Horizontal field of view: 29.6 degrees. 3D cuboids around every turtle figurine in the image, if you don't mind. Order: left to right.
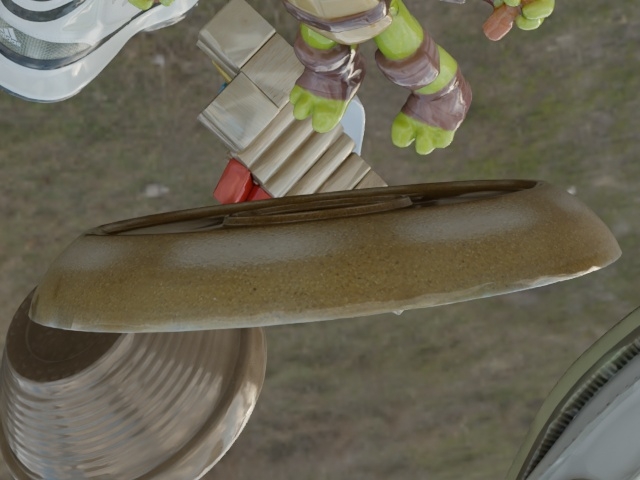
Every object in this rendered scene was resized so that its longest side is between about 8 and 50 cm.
[{"bbox_3d":[0.000,-0.130,0.639,0.270,0.087,0.217,3,159,15],"label":"turtle figurine"}]

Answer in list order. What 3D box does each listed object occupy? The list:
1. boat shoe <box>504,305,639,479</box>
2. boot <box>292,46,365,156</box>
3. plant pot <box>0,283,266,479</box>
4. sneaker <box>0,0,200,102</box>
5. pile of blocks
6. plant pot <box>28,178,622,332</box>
[{"bbox_3d":[0.086,0.123,0.361,0.113,0.103,0.302,38,106,-14],"label":"boat shoe"},{"bbox_3d":[-0.020,-0.088,1.339,0.095,0.123,0.258,-16,137,-28],"label":"boot"},{"bbox_3d":[-0.171,0.092,0.965,0.237,0.237,0.109,-12,139,20],"label":"plant pot"},{"bbox_3d":[-0.185,-0.350,1.267,0.169,0.447,0.257,32,135,-3],"label":"sneaker"},{"bbox_3d":[-0.032,-0.047,1.029,0.149,0.112,0.362,31,164,45],"label":"pile of blocks"},{"bbox_3d":[0.000,0.000,0.492,0.236,0.032,0.236,-6,-176,0],"label":"plant pot"}]
